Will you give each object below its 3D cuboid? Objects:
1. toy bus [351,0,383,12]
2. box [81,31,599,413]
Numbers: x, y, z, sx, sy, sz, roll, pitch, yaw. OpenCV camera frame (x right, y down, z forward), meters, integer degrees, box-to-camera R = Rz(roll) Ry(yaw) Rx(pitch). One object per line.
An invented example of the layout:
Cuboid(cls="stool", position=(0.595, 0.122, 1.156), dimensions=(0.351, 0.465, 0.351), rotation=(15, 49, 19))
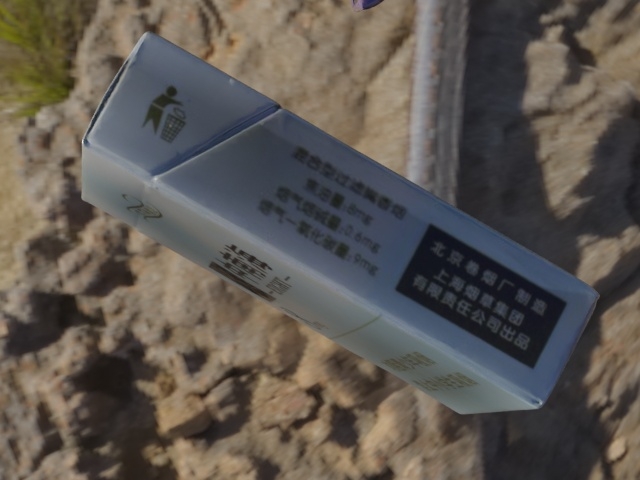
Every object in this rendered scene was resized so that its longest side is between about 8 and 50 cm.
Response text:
Cuboid(cls="toy bus", position=(0.081, -0.134, 0.496), dimensions=(0.178, 0.087, 0.098), rotation=(-7, 99, -1))
Cuboid(cls="box", position=(0.000, 0.000, 0.738), dimensions=(0.243, 0.155, 0.067), rotation=(30, 77, -5))
